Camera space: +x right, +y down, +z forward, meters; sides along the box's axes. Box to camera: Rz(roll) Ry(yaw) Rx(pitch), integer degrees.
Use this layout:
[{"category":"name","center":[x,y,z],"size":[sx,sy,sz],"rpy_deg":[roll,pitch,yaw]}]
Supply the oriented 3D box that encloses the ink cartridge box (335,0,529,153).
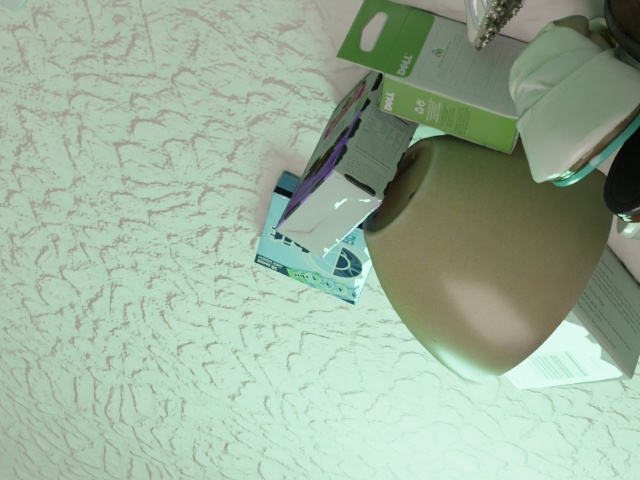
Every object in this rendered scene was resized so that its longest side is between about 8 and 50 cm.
[{"category":"ink cartridge box","center":[0.129,-0.182,1.646],"size":[0.209,0.109,0.062],"rpy_deg":[19,146,9]}]

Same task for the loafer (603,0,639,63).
[{"category":"loafer","center":[0.439,-0.216,1.359],"size":[0.366,0.134,0.130],"rpy_deg":[3,137,-3]}]

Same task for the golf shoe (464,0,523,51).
[{"category":"golf shoe","center":[0.167,-0.272,1.554],"size":[0.086,0.069,0.176],"rpy_deg":[38,148,18]}]

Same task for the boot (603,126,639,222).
[{"category":"boot","center":[0.428,-0.041,1.540],"size":[0.096,0.264,0.280],"rpy_deg":[25,157,49]}]

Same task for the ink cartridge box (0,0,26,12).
[{"category":"ink cartridge box","center":[-0.402,-0.459,1.548],"size":[0.395,0.166,0.285],"rpy_deg":[33,146,-14]}]

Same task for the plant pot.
[{"category":"plant pot","center":[0.160,-0.011,1.698],"size":[0.191,0.284,0.284],"rpy_deg":[33,147,-17]}]

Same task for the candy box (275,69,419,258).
[{"category":"candy box","center":[0.042,-0.100,1.737],"size":[0.070,0.196,0.165],"rpy_deg":[32,146,-10]}]

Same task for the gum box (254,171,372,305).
[{"category":"gum box","center":[0.000,0.000,2.052],"size":[0.157,0.041,0.184],"rpy_deg":[23,147,3]}]

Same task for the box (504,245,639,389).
[{"category":"box","center":[0.290,0.085,1.909],"size":[0.181,0.119,0.182],"rpy_deg":[-12,132,43]}]

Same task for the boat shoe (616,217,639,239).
[{"category":"boat shoe","center":[0.396,-0.048,1.708],"size":[0.063,0.066,0.184],"rpy_deg":[14,146,-9]}]

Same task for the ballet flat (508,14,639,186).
[{"category":"ballet flat","center":[0.241,-0.144,1.424],"size":[0.139,0.400,0.139],"rpy_deg":[4,104,18]}]
